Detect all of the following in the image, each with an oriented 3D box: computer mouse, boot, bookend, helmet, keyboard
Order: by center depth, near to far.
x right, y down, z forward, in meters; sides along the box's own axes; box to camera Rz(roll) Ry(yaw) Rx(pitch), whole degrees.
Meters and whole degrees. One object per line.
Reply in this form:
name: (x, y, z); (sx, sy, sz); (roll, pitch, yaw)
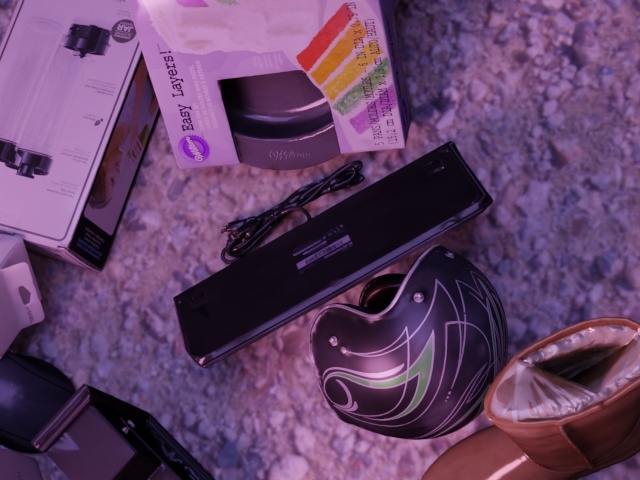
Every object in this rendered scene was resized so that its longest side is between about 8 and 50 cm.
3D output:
boot: (0.164, 0.157, 1.046); (0.236, 0.269, 0.089); (-30, 67, 4)
helmet: (0.089, 0.093, 1.145); (0.161, 0.169, 0.169); (-11, 69, 29)
bookend: (-0.162, 0.221, 1.176); (0.156, 0.157, 0.072); (41, 87, 23)
keyboard: (0.000, 0.000, 1.228); (0.317, 0.033, 0.201); (-29, 34, 4)
computer mouse: (-0.389, 0.168, 1.307); (0.262, 0.060, 0.184); (27, 80, 21)

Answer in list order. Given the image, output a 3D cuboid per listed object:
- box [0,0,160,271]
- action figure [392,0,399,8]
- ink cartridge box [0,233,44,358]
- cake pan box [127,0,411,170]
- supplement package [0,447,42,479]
box: (-0.271, -0.128, 1.356); (0.169, 0.087, 0.290); (13, 76, 18)
action figure: (-0.050, -0.369, 1.266); (0.370, 0.276, 0.248); (37, 65, -5)
ink cartridge box: (-0.357, 0.049, 1.288); (0.143, 0.092, 0.090); (10, 46, 18)
cake pan box: (-0.050, -0.196, 1.244); (0.245, 0.267, 0.070); (-3, 35, 14)
supplement package: (-0.352, 0.268, 1.165); (0.133, 0.244, 0.139); (-27, 68, 6)
